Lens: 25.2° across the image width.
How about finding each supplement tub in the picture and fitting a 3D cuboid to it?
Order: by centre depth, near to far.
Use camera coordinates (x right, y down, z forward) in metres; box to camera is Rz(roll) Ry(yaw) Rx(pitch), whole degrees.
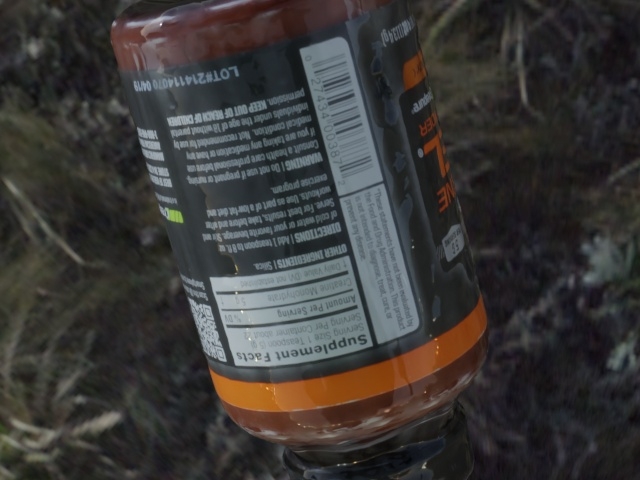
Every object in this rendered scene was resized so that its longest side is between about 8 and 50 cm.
[{"bbox_3d":[0.000,0.000,0.515,0.106,0.106,0.198,-15,106,2],"label":"supplement tub"}]
